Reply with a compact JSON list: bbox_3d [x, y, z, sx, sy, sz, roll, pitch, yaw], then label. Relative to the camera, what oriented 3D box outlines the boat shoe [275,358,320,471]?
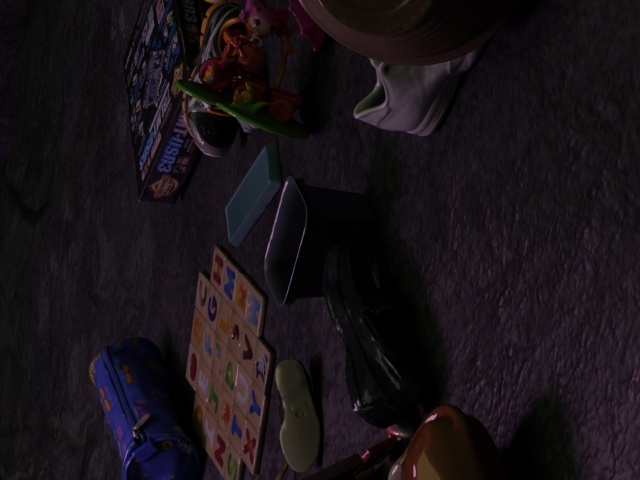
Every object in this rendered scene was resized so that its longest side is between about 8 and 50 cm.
[{"bbox_3d":[-0.026,0.206,1.697,0.042,0.048,0.133,57,-156,-79],"label":"boat shoe"}]

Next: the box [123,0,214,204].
[{"bbox_3d":[-0.231,-0.258,2.224,0.295,0.073,0.293,120,145,-49],"label":"box"}]

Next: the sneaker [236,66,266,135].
[{"bbox_3d":[-0.099,-0.188,1.926,0.069,0.038,0.098,139,130,-61],"label":"sneaker"}]

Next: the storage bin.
[{"bbox_3d":[0.000,0.000,1.583,0.098,0.091,0.135,-116,36,-51],"label":"storage bin"}]

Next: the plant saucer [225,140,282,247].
[{"bbox_3d":[-0.093,-0.060,1.926,0.192,0.018,0.067,127,140,-57],"label":"plant saucer"}]

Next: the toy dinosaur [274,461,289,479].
[{"bbox_3d":[-0.081,0.369,1.788,0.211,0.064,0.112,116,149,-45],"label":"toy dinosaur"}]

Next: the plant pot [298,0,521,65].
[{"bbox_3d":[0.061,-0.250,1.236,0.110,0.237,0.237,-53,-16,-55],"label":"plant pot"}]

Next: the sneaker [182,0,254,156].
[{"bbox_3d":[-0.133,-0.220,1.962,0.083,0.084,0.215,16,101,63],"label":"sneaker"}]

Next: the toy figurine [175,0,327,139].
[{"bbox_3d":[-0.065,-0.226,1.713,0.130,0.173,0.159,-100,32,-73],"label":"toy figurine"}]

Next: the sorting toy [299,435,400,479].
[{"bbox_3d":[-0.018,0.279,1.426,0.046,0.274,0.132,53,132,18],"label":"sorting toy"}]

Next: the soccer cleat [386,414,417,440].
[{"bbox_3d":[0.076,0.175,1.457,0.083,0.029,0.036,-135,46,-68],"label":"soccer cleat"}]

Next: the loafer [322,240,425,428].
[{"bbox_3d":[0.058,0.087,1.469,0.078,0.076,0.223,-33,47,21],"label":"loafer"}]

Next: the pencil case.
[{"bbox_3d":[-0.271,0.266,2.193,0.133,0.119,0.306,61,179,-35],"label":"pencil case"}]

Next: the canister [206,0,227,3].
[{"bbox_3d":[-0.151,-0.424,1.984,0.126,0.073,0.170,36,138,10],"label":"canister"}]

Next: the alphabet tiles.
[{"bbox_3d":[-0.131,0.176,2.007,0.342,0.011,0.285,-139,54,-63],"label":"alphabet tiles"}]

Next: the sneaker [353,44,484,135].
[{"bbox_3d":[0.093,-0.185,1.363,0.080,0.094,0.212,-108,29,-44],"label":"sneaker"}]

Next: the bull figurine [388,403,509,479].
[{"bbox_3d":[0.129,0.298,1.209,0.188,0.101,0.310,122,144,-55],"label":"bull figurine"}]
